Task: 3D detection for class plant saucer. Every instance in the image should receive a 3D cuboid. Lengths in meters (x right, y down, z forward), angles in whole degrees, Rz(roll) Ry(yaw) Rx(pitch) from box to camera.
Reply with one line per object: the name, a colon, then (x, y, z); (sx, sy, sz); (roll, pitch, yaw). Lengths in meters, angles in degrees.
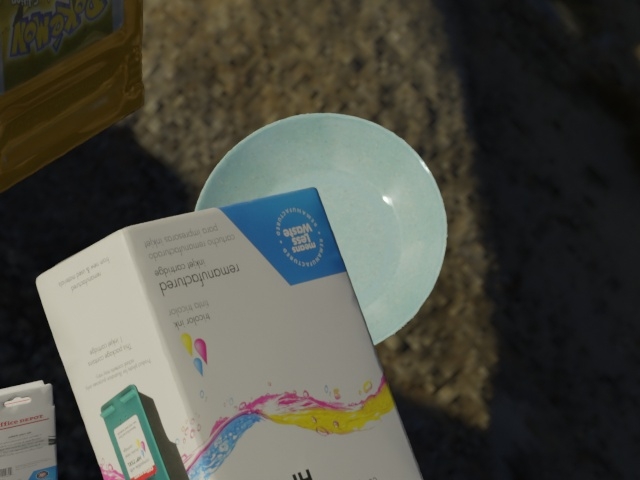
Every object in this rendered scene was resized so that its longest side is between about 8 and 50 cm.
plant saucer: (0.000, 0.000, 1.381); (0.195, 0.195, 0.037); (57, -4, 19)

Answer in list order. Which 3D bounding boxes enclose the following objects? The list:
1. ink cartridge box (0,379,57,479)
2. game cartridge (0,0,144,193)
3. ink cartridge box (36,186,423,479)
ink cartridge box: (-0.193, 0.119, 1.148); (0.048, 0.083, 0.028); (-11, 38, -21)
game cartridge: (-0.254, -0.225, 1.648); (0.053, 0.323, 0.285); (13, 30, 26)
ink cartridge box: (-0.030, 0.101, 0.869); (0.134, 0.078, 0.231); (-15, 82, -46)
